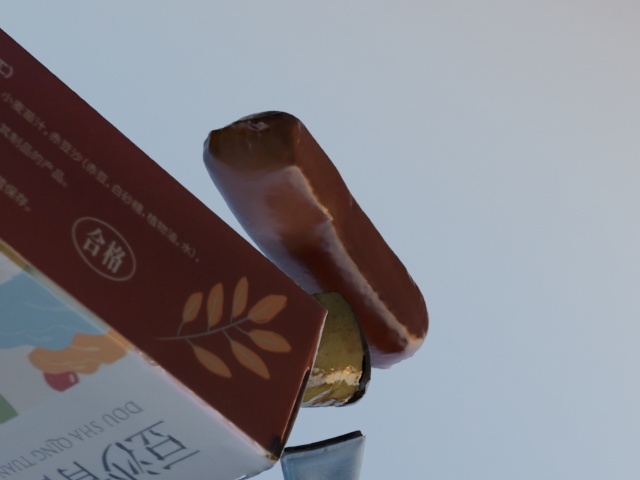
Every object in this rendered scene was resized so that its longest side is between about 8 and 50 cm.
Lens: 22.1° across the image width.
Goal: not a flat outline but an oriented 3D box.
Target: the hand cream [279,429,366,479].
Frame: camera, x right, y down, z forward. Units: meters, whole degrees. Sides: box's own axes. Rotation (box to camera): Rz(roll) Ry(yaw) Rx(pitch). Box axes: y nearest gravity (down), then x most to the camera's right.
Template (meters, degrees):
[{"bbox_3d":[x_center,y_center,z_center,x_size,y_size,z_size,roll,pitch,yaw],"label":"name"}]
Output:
[{"bbox_3d":[0.002,0.247,1.597,0.083,0.224,0.048,-11,-124,-8],"label":"hand cream"}]

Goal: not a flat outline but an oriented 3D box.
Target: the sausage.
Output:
[{"bbox_3d":[0.000,0.000,1.356,0.300,0.089,0.083,56,-140,-36],"label":"sausage"}]

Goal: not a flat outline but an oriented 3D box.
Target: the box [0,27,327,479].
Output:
[{"bbox_3d":[-0.255,0.028,0.968,0.385,0.344,0.122,41,-136,-23],"label":"box"}]

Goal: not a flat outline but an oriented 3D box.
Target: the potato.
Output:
[{"bbox_3d":[-0.020,0.098,1.282,0.103,0.096,0.066,-8,-146,-34],"label":"potato"}]
